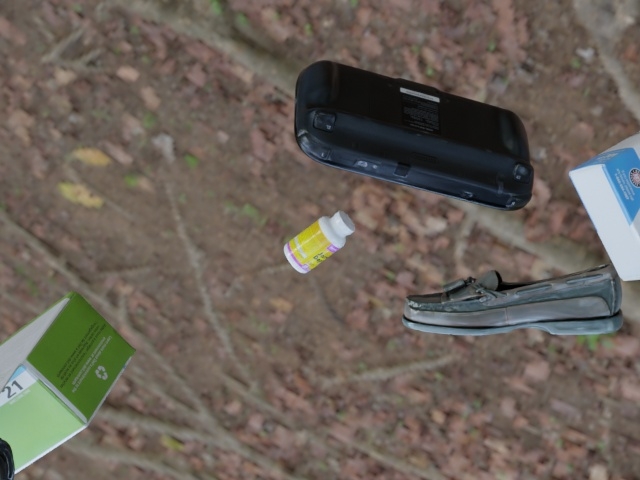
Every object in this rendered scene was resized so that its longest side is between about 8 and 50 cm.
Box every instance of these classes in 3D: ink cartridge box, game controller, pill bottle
[{"bbox_3d":[-0.318,0.191,1.372,0.189,0.255,0.097,-34,108,33],"label":"ink cartridge box"},{"bbox_3d":[0.120,-0.134,1.735,0.319,0.166,0.067,14,131,-15],"label":"game controller"},{"bbox_3d":[0.000,0.000,1.647,0.083,0.043,0.043,-37,114,19],"label":"pill bottle"},{"bbox_3d":[0.396,-0.061,1.547,0.139,0.191,0.082,62,161,-4],"label":"ink cartridge box"}]

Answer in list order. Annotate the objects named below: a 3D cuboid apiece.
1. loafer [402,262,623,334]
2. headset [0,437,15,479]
[{"bbox_3d":[0.233,0.066,1.687,0.268,0.096,0.084,0,104,7],"label":"loafer"},{"bbox_3d":[-0.207,0.249,0.868,0.243,0.185,0.394,2,-176,-12],"label":"headset"}]
